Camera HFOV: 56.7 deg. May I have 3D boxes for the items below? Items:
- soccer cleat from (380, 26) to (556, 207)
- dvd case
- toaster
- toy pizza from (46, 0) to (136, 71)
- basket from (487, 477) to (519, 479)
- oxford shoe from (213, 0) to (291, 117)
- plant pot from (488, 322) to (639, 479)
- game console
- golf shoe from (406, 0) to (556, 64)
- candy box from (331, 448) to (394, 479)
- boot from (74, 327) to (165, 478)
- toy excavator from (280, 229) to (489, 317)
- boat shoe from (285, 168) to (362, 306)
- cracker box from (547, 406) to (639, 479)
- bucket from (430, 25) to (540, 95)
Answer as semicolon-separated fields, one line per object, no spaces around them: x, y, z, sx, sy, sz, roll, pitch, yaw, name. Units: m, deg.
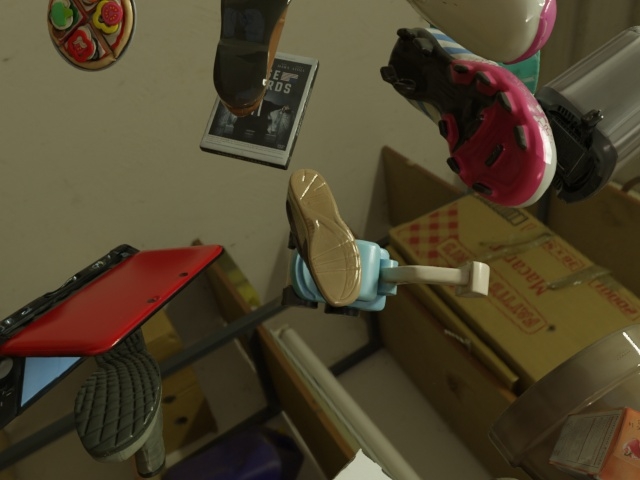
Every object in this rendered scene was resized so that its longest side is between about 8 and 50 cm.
0.192;-0.155;0.684;0.116;0.143;0.331;-64;-147;33;soccer cleat
-0.119;-0.269;1.178;0.179;0.238;0.029;13;-14;9;dvd case
0.329;-0.146;0.693;0.129;0.146;0.227;51;0;18;toaster
-0.445;-0.427;1.134;0.201;0.201;0.032;61;19;1;toy pizza
0.352;0.575;1.091;0.154;0.204;0.226;30;30;-31;basket
-0.075;-0.238;0.653;0.076;0.076;0.212;127;-23;-81;oxford shoe
0.482;0.337;0.931;0.280;0.323;0.323;55;-21;34;plant pot
-0.142;0.063;0.394;0.085;0.144;0.124;25;-62;9;game console
0.050;-0.248;0.460;0.306;0.140;0.115;52;-31;8;golf shoe
0.072;0.421;0.819;0.196;0.165;0.070;40;-46;18;candy box
-0.202;0.202;0.662;0.246;0.084;0.161;-135;-149;-65;boot
0.158;0.096;1.591;0.445;0.433;0.222;-11;-111;62;toy excavator
0.000;0.000;1.162;0.092;0.103;0.285;124;-52;-63;boat shoe
0.315;0.221;0.546;0.156;0.067;0.232;25;-11;17;cracker box
0.342;-0.402;1.266;0.281;0.183;0.281;-6;90;-85;bucket
